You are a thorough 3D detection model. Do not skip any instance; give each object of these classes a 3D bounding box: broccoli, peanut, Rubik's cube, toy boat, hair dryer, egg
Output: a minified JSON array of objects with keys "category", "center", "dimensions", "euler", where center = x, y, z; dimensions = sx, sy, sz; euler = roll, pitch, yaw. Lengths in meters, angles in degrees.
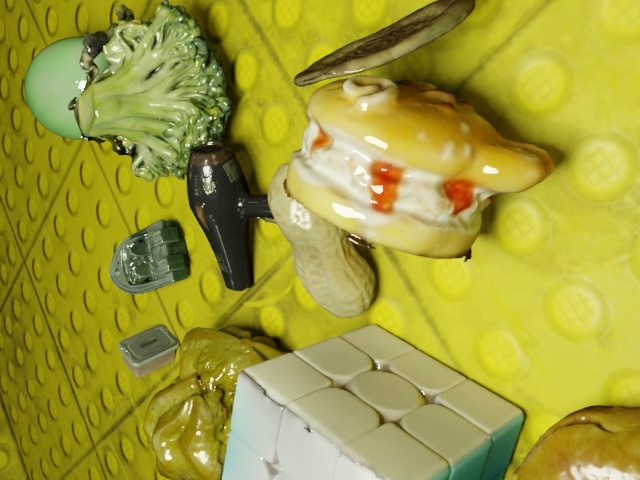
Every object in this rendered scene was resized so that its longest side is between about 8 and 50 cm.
[{"category":"broccoli","center":[-0.317,-0.278,1.166],"dimensions":[0.334,0.272,0.323],"euler":[-10,71,42]},{"category":"peanut","center":[0.000,0.000,0.945],"dimensions":[0.125,0.111,0.274],"euler":[18,136,56]},{"category":"Rubik's cube","center":[0.061,0.330,0.862],"dimensions":[0.291,0.292,0.290],"euler":[27,114,37]},{"category":"toy boat","center":[-0.415,0.052,1.412],"dimensions":[0.320,0.092,0.141],"euler":[-19,83,45]},{"category":"hair dryer","center":[-0.075,-0.018,1.069],"dimensions":[0.360,0.120,0.303],"euler":[8,122,29]},{"category":"egg","center":[-0.538,-0.341,1.368],"dimensions":[0.270,0.220,0.220],"euler":[-9,91,41]}]

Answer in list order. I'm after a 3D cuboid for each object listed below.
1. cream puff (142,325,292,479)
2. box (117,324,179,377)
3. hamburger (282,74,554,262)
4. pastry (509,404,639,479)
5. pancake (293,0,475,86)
[{"category":"cream puff","center":[-0.193,0.301,1.123],"dimensions":[0.323,0.274,0.269],"euler":[-4,105,41]},{"category":"box","center":[-0.402,0.261,1.423],"dimensions":[0.089,0.122,0.062],"euler":[37,133,33]},{"category":"hamburger","center":[0.116,-0.100,0.761],"dimensions":[0.303,0.261,0.186],"euler":[36,117,30]},{"category":"pastry","center":[0.354,0.358,0.677],"dimensions":[0.356,0.164,0.355],"euler":[6,99,43]},{"category":"pancake","center":[0.075,-0.255,0.795],"dimensions":[0.250,0.250,0.031],"euler":[-6,119,44]}]
